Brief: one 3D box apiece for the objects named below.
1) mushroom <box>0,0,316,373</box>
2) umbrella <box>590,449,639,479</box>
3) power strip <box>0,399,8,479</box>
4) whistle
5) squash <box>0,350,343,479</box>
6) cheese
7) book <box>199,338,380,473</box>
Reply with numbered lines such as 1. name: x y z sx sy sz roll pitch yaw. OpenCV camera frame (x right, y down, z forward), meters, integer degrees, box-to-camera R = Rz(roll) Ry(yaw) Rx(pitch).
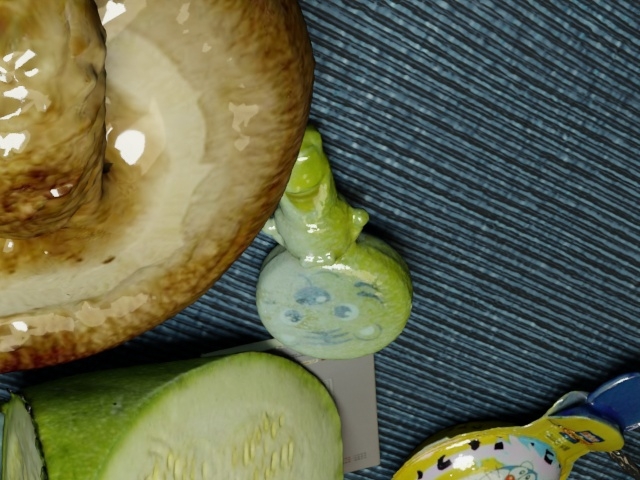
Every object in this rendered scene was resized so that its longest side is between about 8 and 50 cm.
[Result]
1. mushroom: -0.172 -0.064 0.945 0.345 0.239 0.345 6 141 5
2. umbrella: 0.239 0.175 1.492 0.022 0.022 0.149 -27 125 29
3. power strip: -0.267 0.161 1.287 0.216 0.044 0.137 -27 139 12
4. whistle: 0.000 0.000 1.196 0.104 0.057 0.198 -6 134 10
5. squash: -0.074 0.169 1.224 0.260 0.189 0.189 -3 139 -21
6. cheese: 0.153 0.169 1.434 0.250 0.064 0.156 -32 140 21
7. book: -0.019 0.127 1.361 0.127 0.014 0.182 -12 140 -6
